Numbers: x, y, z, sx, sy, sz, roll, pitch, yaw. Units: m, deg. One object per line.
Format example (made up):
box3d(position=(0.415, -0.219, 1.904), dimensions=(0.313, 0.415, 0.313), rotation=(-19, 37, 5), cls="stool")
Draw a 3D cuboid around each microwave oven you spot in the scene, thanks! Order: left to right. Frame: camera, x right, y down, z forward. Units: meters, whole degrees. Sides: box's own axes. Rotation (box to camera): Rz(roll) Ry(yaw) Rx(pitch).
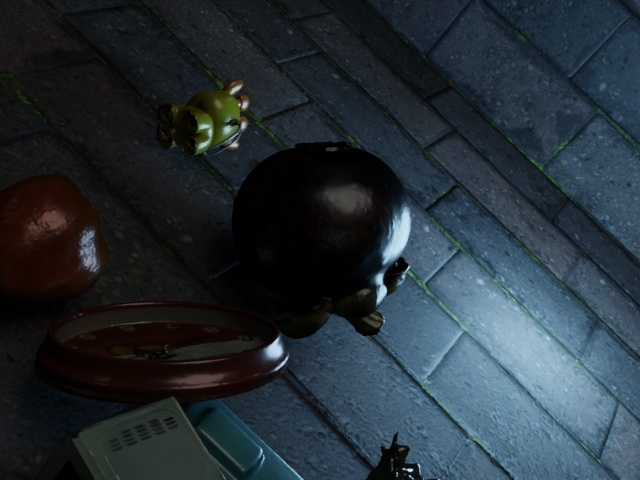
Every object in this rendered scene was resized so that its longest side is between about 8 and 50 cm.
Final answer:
box3d(position=(-0.227, 0.282, 0.915), dimensions=(0.162, 0.208, 0.122), rotation=(-13, 60, -51), cls="microwave oven")

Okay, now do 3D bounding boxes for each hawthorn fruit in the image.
box3d(position=(-0.376, 0.008, 1.128), dimensions=(0.189, 0.189, 0.189), rotation=(27, 35, -21), cls="hawthorn fruit")

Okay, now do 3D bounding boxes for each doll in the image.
box3d(position=(-0.206, -0.229, 1.615), dimensions=(0.135, 0.143, 0.221), rotation=(17, 23, 30), cls="doll")

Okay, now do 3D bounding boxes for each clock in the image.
box3d(position=(-0.199, 0.147, 1.090), dimensions=(0.319, 0.080, 0.318), rotation=(3, 9, -1), cls="clock")

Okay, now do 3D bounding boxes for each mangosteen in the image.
box3d(position=(0.000, -0.014, 1.436), dimensions=(0.330, 0.330, 0.330), rotation=(27, 35, -21), cls="mangosteen")

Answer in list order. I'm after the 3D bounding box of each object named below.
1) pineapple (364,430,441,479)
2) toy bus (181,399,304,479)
box3d(position=(0.123, 0.417, 1.047), dimensions=(0.223, 0.223, 0.357), rotation=(-21, 85, -54), cls="pineapple")
box3d(position=(-0.113, 0.314, 1.053), dimensions=(0.256, 0.147, 0.128), rotation=(44, 31, 3), cls="toy bus")
